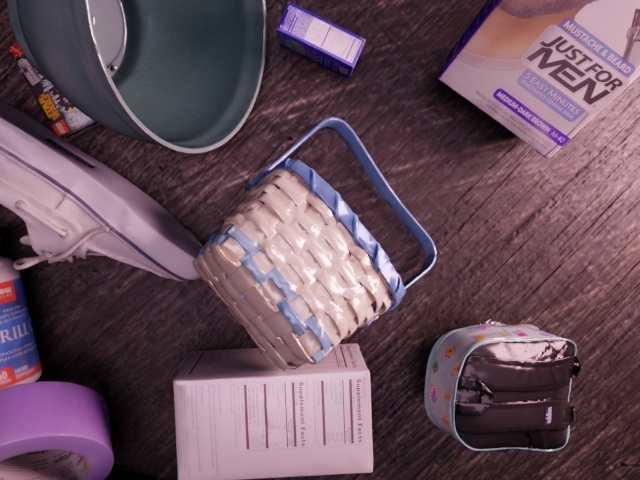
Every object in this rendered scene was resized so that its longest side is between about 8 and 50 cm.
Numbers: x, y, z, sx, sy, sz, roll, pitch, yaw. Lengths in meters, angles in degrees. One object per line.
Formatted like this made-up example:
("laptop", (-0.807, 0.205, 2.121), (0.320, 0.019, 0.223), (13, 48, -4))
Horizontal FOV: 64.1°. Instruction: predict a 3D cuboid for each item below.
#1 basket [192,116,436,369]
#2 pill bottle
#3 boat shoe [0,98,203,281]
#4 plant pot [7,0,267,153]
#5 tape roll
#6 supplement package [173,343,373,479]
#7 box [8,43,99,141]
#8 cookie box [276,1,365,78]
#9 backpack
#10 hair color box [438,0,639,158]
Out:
("basket", (0.000, 0.000, 0.659), (0.289, 0.201, 0.255), (-38, 94, -26))
("pill bottle", (-0.456, 0.092, 0.672), (0.124, 0.124, 0.221), (-9, 97, -1))
("boat shoe", (-0.329, -0.026, 0.654), (0.367, 0.136, 0.156), (35, 96, -13))
("plant pot", (-0.220, -0.258, 0.593), (0.196, 0.293, 0.293), (10, 95, 24))
("tape roll", (-0.372, 0.273, 0.663), (0.189, 0.080, 0.189), (-15, 134, -16))
("supplement package", (-0.059, 0.226, 0.692), (0.244, 0.139, 0.134), (-2, 94, -1))
("box", (-0.345, -0.216, 0.697), (0.094, 0.027, 0.137), (-27, 96, 1))
("cookie box", (0.001, -0.260, 0.674), (0.107, 0.092, 0.040), (25, 97, -5))
("backpack", (0.231, 0.192, 0.692), (0.188, 0.144, 0.166), (2, 97, -25))
("hair color box", (0.317, -0.282, 0.589), (0.185, 0.110, 0.339), (34, 129, -5))
